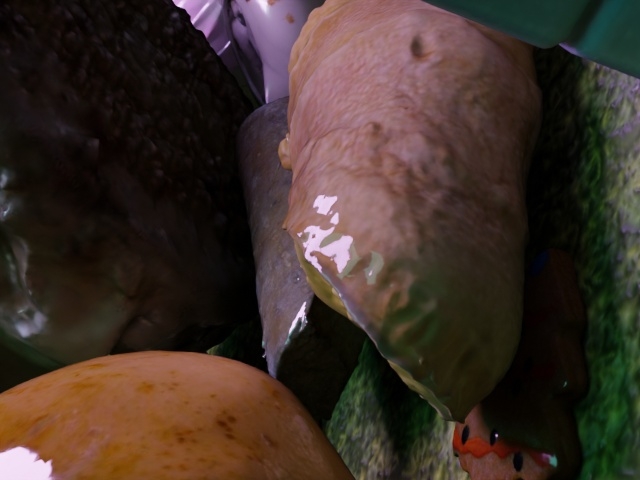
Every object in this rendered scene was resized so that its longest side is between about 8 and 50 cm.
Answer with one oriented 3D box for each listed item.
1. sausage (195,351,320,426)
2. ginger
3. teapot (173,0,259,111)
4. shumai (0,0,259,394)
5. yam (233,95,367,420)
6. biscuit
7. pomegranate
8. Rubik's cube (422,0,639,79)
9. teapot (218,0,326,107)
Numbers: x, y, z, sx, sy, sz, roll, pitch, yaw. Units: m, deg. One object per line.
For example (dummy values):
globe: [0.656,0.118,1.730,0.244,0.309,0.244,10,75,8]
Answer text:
sausage: [-0.105,0.133,1.058,0.094,0.094,0.419,-47,14,-13]
ginger: [0.047,-0.042,0.703,0.190,0.126,0.354,-29,34,25]
teapot: [-0.091,-0.217,1.231,0.178,0.163,0.222,-54,15,39]
shumai: [-0.237,-0.033,1.004,0.348,0.395,0.395,-35,35,25]
yam: [0.000,0.000,0.848,0.106,0.106,0.259,-62,24,29]
biscuit: [0.096,0.066,0.643,0.119,0.019,0.130,175,111,-70]
pomegranate: [-0.090,0.200,0.688,0.307,0.307,0.307,-163,90,-72]
Rubik's cube: [0.078,-0.298,0.544,0.316,0.321,0.319,-60,21,30]
teapot: [-0.032,-0.166,1.059,0.145,0.092,0.226,89,157,-52]
